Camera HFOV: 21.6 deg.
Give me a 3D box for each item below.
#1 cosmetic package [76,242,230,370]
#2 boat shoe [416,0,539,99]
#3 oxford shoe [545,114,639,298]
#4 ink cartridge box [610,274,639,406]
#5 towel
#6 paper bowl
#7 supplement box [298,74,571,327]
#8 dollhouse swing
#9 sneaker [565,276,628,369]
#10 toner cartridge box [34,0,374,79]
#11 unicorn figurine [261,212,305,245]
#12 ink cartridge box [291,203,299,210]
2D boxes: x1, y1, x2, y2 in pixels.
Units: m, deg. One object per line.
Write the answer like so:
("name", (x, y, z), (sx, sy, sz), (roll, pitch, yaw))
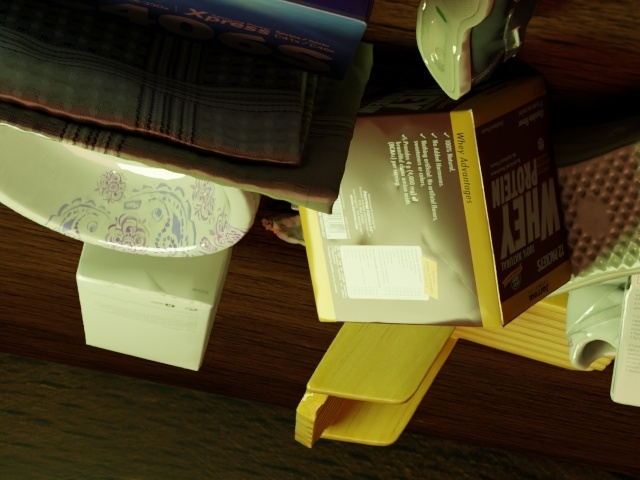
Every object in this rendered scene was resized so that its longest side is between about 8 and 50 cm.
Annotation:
("cosmetic package", (-0.178, 0.012, 1.903), (0.155, 0.197, 0.365), (12, 163, -4))
("boat shoe", (0.122, -0.190, 1.232), (0.079, 0.084, 0.233), (-25, 160, -11))
("oxford shoe", (0.241, -0.038, 1.540), (0.130, 0.169, 0.449), (-22, -169, -38))
("ink cartridge box", (0.461, 0.066, 1.714), (0.296, 0.261, 0.066), (8, -153, 12))
("towel", (-0.120, -0.146, 1.216), (0.324, 0.056, 0.312), (16, -152, -5))
("paper bowl", (-0.178, -0.113, 1.493), (0.284, 0.148, 0.284), (13, 155, 6))
("supplement box", (0.096, -0.035, 1.476), (0.194, 0.191, 0.129), (0, -163, 36))
("dollhouse swing", (0.178, 0.176, 2.100), (0.305, 0.315, 0.347), (31, 165, 6))
("sneaker", (0.408, 0.091, 1.848), (0.305, 0.152, 0.114), (-4, 157, 39))
("toner cartridge box", (-0.135, -0.199, 1.108), (0.348, 0.075, 0.165), (14, 171, -2))
("unicorn figurine", (0.000, 0.000, 2.007), (0.162, 0.060, 0.111), (34, 166, -23))
("ink cartridge box", (0.052, -0.042, 1.872), (0.145, 0.045, 0.179), (9, -177, 7))
